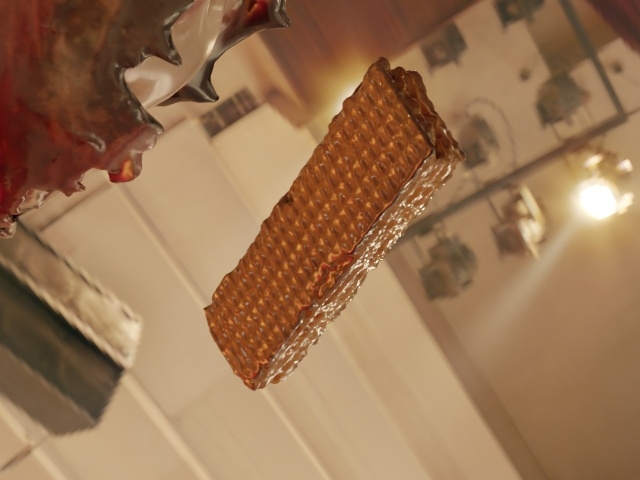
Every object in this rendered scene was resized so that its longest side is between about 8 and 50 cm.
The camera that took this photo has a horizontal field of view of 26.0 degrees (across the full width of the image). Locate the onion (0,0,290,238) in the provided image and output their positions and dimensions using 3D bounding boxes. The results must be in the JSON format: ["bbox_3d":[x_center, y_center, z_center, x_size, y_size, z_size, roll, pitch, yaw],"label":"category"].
[{"bbox_3d":[-0.154,-0.176,0.719,0.341,0.341,0.341,-25,-151,15],"label":"onion"}]

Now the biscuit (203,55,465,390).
[{"bbox_3d":[0.000,0.000,1.107,0.054,0.094,0.379,-17,156,-36],"label":"biscuit"}]
